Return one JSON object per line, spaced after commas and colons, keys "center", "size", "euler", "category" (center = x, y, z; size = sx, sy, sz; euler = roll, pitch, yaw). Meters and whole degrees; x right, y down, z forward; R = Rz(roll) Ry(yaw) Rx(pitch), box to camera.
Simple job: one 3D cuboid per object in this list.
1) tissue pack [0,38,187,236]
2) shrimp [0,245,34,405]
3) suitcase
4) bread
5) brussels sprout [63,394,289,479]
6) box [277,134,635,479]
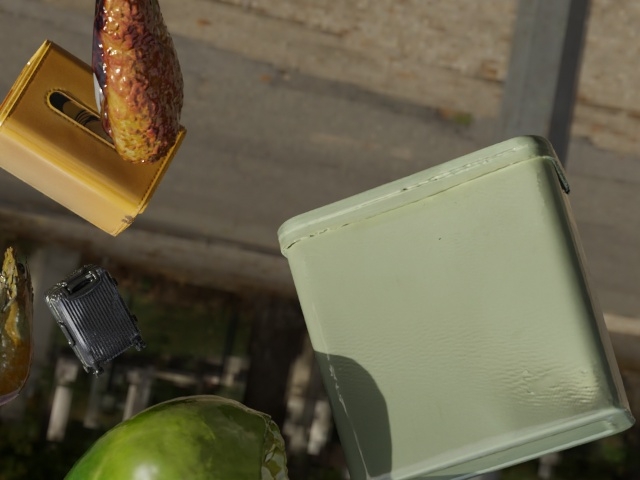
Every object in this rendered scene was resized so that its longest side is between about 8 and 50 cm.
{"center": [-0.387, -0.166, 2.452], "size": [0.274, 0.194, 0.145], "euler": [32, 156, -15], "category": "tissue pack"}
{"center": [-0.489, 0.127, 2.256], "size": [0.150, 0.248, 0.068], "euler": [28, 147, -35], "category": "shrimp"}
{"center": [-0.277, 0.095, 1.839], "size": [0.086, 0.126, 0.059], "euler": [-34, -160, -22], "category": "suitcase"}
{"center": [-0.183, -0.183, 1.507], "size": [0.095, 0.139, 0.269], "euler": [-5, 136, -10], "category": "bread"}
{"center": [-0.152, 0.339, 1.707], "size": [0.344, 0.344, 0.268], "euler": [17, -160, -44], "category": "brussels sprout"}
{"center": [0.165, 0.101, 1.807], "size": [0.352, 0.343, 0.177], "euler": [-19, 161, 12], "category": "box"}
